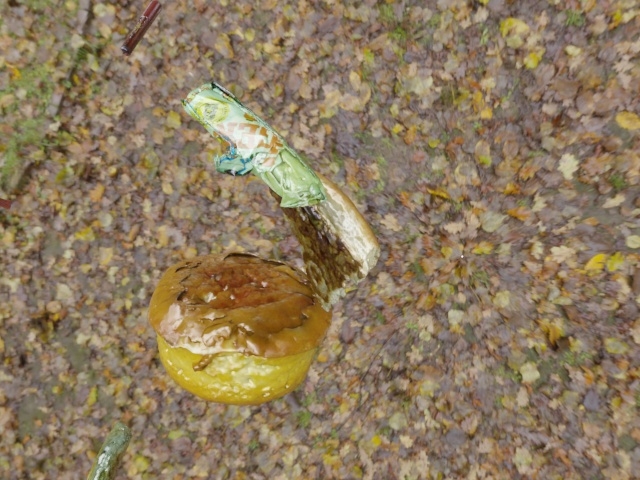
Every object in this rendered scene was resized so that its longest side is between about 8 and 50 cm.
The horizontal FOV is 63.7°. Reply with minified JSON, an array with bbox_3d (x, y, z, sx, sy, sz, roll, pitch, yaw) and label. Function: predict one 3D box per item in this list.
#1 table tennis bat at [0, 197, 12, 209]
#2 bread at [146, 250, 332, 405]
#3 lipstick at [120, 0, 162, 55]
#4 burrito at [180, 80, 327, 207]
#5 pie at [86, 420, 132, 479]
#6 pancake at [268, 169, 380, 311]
[{"bbox_3d":[-0.748,-0.100,1.116,0.019,0.155,0.097,11,81,32],"label":"table tennis bat"},{"bbox_3d":[-0.150,0.161,1.002,0.337,0.358,0.204,2,113,-5],"label":"bread"},{"bbox_3d":[-0.349,-0.413,1.004,0.027,0.027,0.176,-3,50,15],"label":"lipstick"},{"bbox_3d":[-0.109,-0.129,0.711,0.104,0.054,0.288,-36,64,-25],"label":"burrito"},{"bbox_3d":[-0.349,0.381,0.819,0.041,0.187,0.186,25,95,-13],"label":"pie"},{"bbox_3d":[0.000,0.000,0.818,0.057,0.244,0.266,-24,42,-24],"label":"pancake"}]
